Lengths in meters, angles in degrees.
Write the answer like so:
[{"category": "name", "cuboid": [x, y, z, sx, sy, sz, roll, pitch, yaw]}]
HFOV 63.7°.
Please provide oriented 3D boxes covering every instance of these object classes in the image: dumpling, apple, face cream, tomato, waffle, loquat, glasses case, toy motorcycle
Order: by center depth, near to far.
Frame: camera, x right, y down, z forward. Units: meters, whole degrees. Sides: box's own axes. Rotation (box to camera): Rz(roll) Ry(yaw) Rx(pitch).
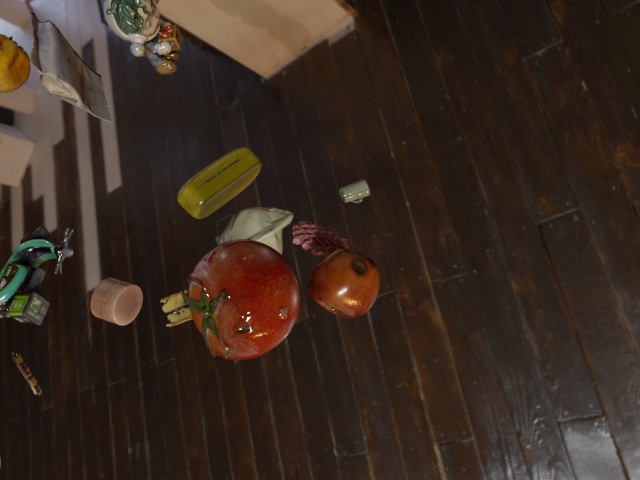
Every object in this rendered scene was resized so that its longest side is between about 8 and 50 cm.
[{"category": "tomato", "cuboid": [-0.108, 0.080, 0.739, 0.167, 0.167, 0.167, -7, 77, 34]}, {"category": "toy motorcycle", "cuboid": [-0.459, 0.049, 0.821, 0.100, 0.058, 0.173, -2, 55, 13]}, {"category": "loquat", "cuboid": [-0.751, -0.417, 1.207, 0.113, 0.137, 0.137, 4, 84, 34]}, {"category": "waffle", "cuboid": [-0.274, 0.153, 1.474, 0.212, 0.308, 0.091, -20, 85, 32]}, {"category": "apple", "cuboid": [0.077, 0.131, 1.658, 0.230, 0.230, 0.230, -7, 77, 34]}, {"category": "dumpling", "cuboid": [-0.276, 0.031, 1.765, 0.395, 0.315, 0.233, -33, 92, 33]}, {"category": "face cream", "cuboid": [-0.712, 0.213, 1.805, 0.104, 0.149, 0.149, 14, 89, 18]}, {"category": "waffle", "cuboid": [0.000, 0.000, 1.928, 0.234, 0.221, 0.055, 25, 115, 3]}, {"category": "glasses case", "cuboid": [-0.398, -0.229, 2.007, 0.141, 0.371, 0.173, 42, 145, 7]}]

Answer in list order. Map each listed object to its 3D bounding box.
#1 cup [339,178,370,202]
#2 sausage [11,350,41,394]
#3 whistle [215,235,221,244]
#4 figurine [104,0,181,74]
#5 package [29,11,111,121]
[{"category": "cup", "cuboid": [0.105, -0.150, 1.612, 0.083, 0.075, 0.054, -20, 76, -10]}, {"category": "sausage", "cuboid": [-0.846, 0.385, 1.486, 0.028, 0.025, 0.198, 50, 152, 46]}, {"category": "whistle", "cuboid": [-0.385, 0.065, 2.153, 0.039, 0.039, 0.186, -39, 69, 23]}, {"category": "figurine", "cuboid": [-0.615, -0.744, 1.816, 0.186, 0.382, 0.261, -13, 68, 10]}, {"category": "package", "cuboid": [-0.658, -0.439, 1.340, 0.062, 0.251, 0.204, -25, 61, 11]}]
